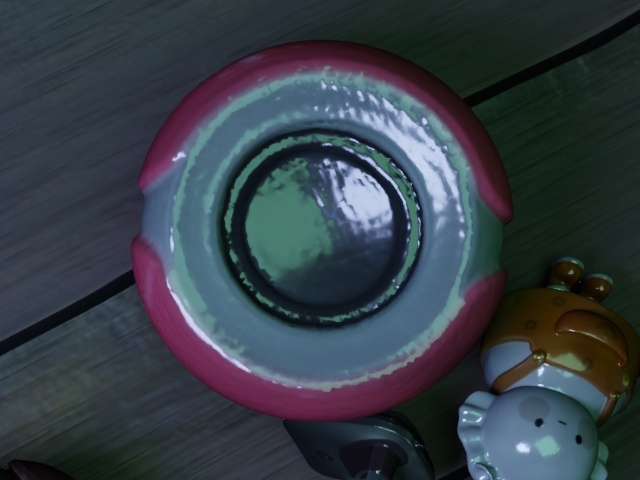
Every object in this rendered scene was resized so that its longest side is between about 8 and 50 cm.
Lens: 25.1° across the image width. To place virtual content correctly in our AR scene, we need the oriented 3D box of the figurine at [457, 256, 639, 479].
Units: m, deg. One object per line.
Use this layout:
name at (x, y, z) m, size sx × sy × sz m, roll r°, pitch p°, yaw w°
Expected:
figurine at (0.187, 0.139, 1.210) m, size 0.143 × 0.143 × 0.271 m, roll 27°, pitch 74°, yaw -11°

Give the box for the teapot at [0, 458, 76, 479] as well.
teapot at (-0.266, 0.329, 1.075) m, size 0.312 × 0.233 × 0.315 m, roll -40°, pitch 126°, yaw -17°

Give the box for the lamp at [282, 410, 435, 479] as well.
lamp at (-0.006, 0.284, 1.165) m, size 0.124 × 0.203 × 0.283 m, roll 20°, pitch 66°, yaw 31°

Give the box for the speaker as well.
speaker at (0.000, 0.000, 1.105) m, size 0.294 × 0.294 × 0.294 m, roll 0°, pitch 88°, yaw -13°
